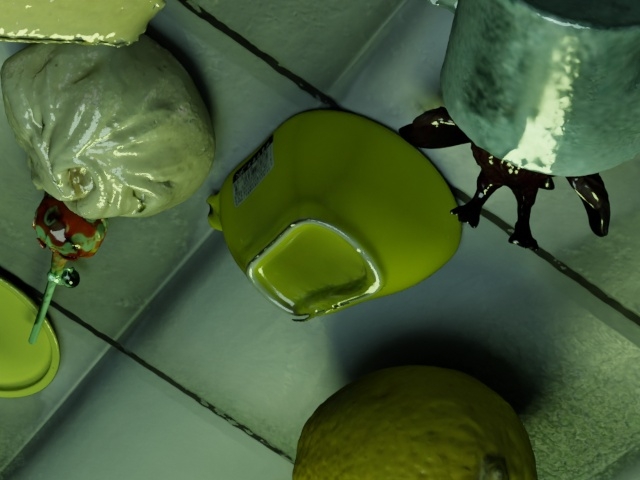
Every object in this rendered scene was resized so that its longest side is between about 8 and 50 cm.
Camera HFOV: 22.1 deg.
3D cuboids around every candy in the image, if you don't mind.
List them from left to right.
[{"bbox_3d":[-0.297,0.040,1.827,0.078,0.084,0.287,23,138,-5],"label":"candy"}]

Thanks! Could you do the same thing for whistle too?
[{"bbox_3d":[0.156,-0.220,1.351,0.405,0.188,0.168,45,149,27],"label":"whistle"}]

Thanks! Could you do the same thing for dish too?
[{"bbox_3d":[0.000,0.000,1.640,0.262,0.108,0.221,-29,115,39],"label":"dish"}]

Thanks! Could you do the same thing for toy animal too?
[{"bbox_3d":[0.175,-0.089,1.476,0.218,0.116,0.179,27,138,15],"label":"toy animal"}]

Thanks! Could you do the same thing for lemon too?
[{"bbox_3d":[0.099,0.254,1.738,0.267,0.267,0.267,12,135,13],"label":"lemon"}]

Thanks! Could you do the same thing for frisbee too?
[{"bbox_3d":[-0.421,0.104,1.983,0.236,0.017,0.236,12,134,13],"label":"frisbee"}]

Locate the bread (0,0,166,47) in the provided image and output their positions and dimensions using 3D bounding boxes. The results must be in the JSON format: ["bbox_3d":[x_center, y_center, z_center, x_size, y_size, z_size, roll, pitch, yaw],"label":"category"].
[{"bbox_3d":[-0.269,-0.289,1.356,0.405,0.242,0.345,25,119,7],"label":"bread"}]

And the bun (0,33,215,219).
[{"bbox_3d":[-0.220,-0.104,1.621,0.231,0.133,0.231,12,137,12],"label":"bun"}]
